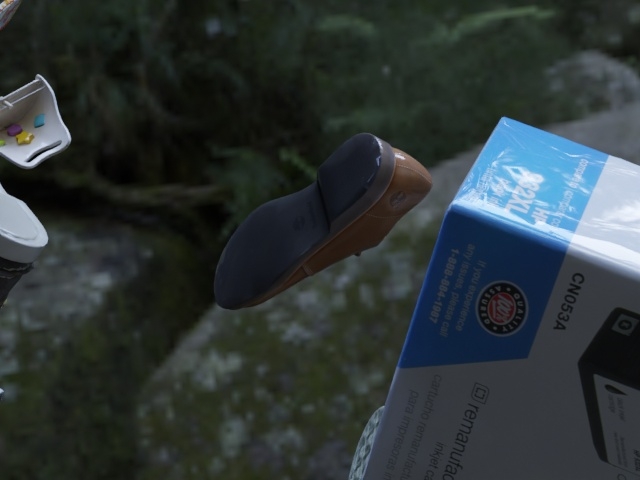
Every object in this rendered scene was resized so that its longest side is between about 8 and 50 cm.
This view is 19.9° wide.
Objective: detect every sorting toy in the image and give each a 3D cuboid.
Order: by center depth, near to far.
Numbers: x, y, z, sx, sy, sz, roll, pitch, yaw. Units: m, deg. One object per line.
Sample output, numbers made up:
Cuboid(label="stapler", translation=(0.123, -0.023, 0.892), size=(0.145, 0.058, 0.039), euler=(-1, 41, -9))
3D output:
Cuboid(label="sorting toy", translation=(-0.254, -0.092, 1.568), size=(0.083, 0.045, 0.075), euler=(-31, 52, -24))

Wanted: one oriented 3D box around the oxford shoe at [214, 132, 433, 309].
Cuboid(label="oxford shoe", translation=(0.000, 0.000, 1.379), size=(0.076, 0.076, 0.212), euler=(20, -40, -38))

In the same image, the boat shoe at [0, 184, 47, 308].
Cuboid(label="boat shoe", translation=(-0.362, -0.040, 1.761), size=(0.117, 0.096, 0.324), euler=(18, 19, -39))

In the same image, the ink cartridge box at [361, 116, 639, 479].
Cuboid(label="ink cartridge box", translation=(0.203, 0.095, 1.065), size=(0.307, 0.223, 0.129), euler=(21, 31, 9))

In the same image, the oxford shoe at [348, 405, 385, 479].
Cuboid(label="oxford shoe", translation=(0.129, 0.244, 1.483), size=(0.130, 0.169, 0.449), euler=(21, 7, -13))

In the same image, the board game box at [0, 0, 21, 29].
Cuboid(label="board game box", translation=(-0.345, -0.230, 1.611), size=(0.147, 0.045, 0.193), euler=(33, 15, -7))

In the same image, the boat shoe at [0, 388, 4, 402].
Cuboid(label="boat shoe", translation=(-0.425, 0.232, 1.729), size=(0.302, 0.091, 0.114), euler=(-52, -6, -36))
